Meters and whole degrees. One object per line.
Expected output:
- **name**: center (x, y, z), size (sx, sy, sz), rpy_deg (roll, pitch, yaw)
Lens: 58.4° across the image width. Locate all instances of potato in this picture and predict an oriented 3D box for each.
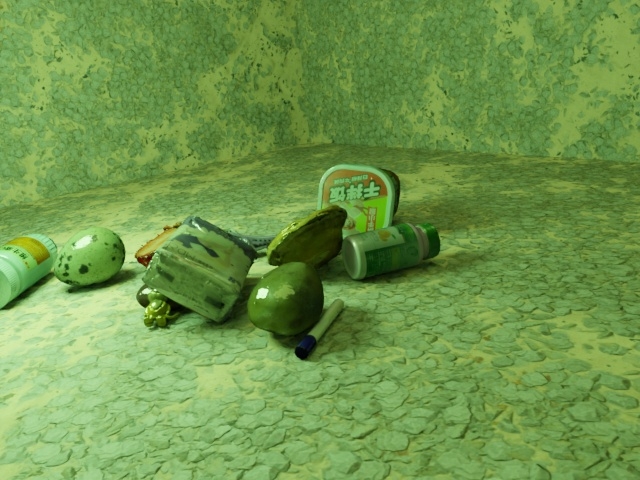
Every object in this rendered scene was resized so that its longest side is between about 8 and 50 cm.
- **potato**: center (-0.073, 0.135, 1.382), size (0.174, 0.159, 0.251), rpy_deg (18, 31, 7)

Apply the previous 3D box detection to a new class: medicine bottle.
- **medicine bottle**: center (-0.972, 0.087, 1.814), size (0.158, 0.158, 0.318), rpy_deg (-5, 17, 3)
- **medicine bottle**: center (0.209, 0.025, 1.672), size (0.274, 0.134, 0.133), rpy_deg (-11, 18, -20)

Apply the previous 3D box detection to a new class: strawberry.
- **strawberry**: center (-0.505, 0.025, 1.969), size (0.188, 0.106, 0.286), rpy_deg (3, 31, 39)

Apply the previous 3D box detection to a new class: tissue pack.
- **tissue pack**: center (-0.315, 0.070, 1.566), size (0.242, 0.125, 0.344), rpy_deg (30, 17, -7)

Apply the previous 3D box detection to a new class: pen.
- **pen**: center (0.004, 0.200, 1.345), size (0.033, 0.033, 0.269), rpy_deg (1, 19, 21)

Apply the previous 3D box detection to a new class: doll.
- **doll**: center (-0.415, 0.155, 1.535), size (0.145, 0.096, 0.188), rpy_deg (-18, 31, -18)

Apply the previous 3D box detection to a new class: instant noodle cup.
- **instant noodle cup**: center (0.161, -0.152, 2.064), size (0.293, 0.294, 0.308), rpy_deg (1, 12, 20)

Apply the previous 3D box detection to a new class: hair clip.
- **hair clip**: center (-0.178, 0.010, 1.941), size (0.278, 0.091, 0.137), rpy_deg (0, 3, -8)

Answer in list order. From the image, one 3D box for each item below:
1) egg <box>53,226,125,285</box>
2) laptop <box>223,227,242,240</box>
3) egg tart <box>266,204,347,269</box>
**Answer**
- **egg**: center (-0.730, 0.056, 1.811), size (0.228, 0.177, 0.177), rpy_deg (-35, 31, -29)
- **laptop**: center (-0.442, -0.002, 2.159), size (0.268, 0.015, 0.187), rpy_deg (-11, 18, -16)
- **egg tart**: center (-0.025, 0.014, 1.694), size (0.294, 0.116, 0.295), rpy_deg (-28, -17, -9)
